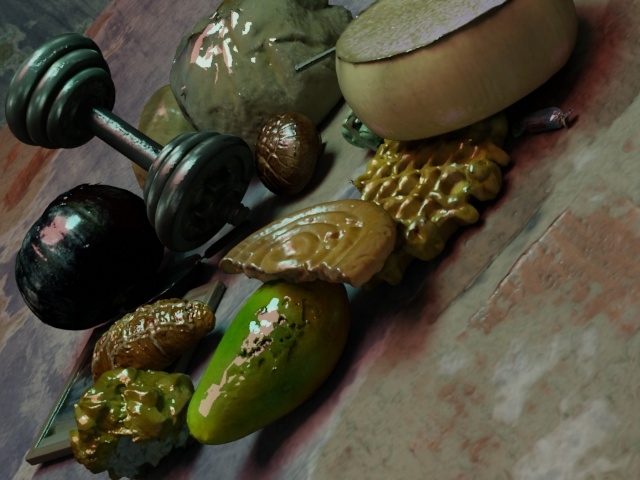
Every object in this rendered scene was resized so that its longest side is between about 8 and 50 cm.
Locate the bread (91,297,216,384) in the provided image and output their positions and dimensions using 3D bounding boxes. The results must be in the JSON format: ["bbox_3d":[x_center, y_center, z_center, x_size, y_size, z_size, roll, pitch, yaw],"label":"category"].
[{"bbox_3d":[-0.230,0.132,1.759,0.233,0.076,0.105,-32,27,36],"label":"bread"}]

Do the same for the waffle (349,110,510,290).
[{"bbox_3d":[0.104,-0.060,1.518,0.249,0.056,0.253,-44,25,9],"label":"waffle"}]

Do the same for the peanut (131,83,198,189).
[{"bbox_3d":[-0.228,-0.147,2.171,0.129,0.129,0.224,-29,40,40],"label":"peanut"}]

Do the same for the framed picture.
[{"bbox_3d":[-0.263,0.180,1.859,0.315,0.024,0.232,-24,34,46],"label":"framed picture"}]

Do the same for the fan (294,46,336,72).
[{"bbox_3d":[0.113,-0.297,1.756,0.294,0.012,0.223,-22,17,14],"label":"fan"}]

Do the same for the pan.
[{"bbox_3d":[-0.178,0.041,1.884,0.235,0.028,0.136,-32,13,25],"label":"pan"}]

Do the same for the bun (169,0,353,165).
[{"bbox_3d":[-0.100,-0.245,1.980,0.281,0.205,0.281,-41,26,25],"label":"bun"}]

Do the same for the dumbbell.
[{"bbox_3d":[-0.260,-0.135,1.881,0.179,0.406,0.179,-46,-23,-26],"label":"dumbbell"}]

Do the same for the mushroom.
[{"bbox_3d":[-0.044,-0.118,1.836,0.126,0.085,0.109,-23,35,60],"label":"mushroom"}]

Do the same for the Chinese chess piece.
[{"bbox_3d":[0.146,-0.218,1.516,0.270,0.112,0.270,-24,23,11],"label":"Chinese chess piece"}]

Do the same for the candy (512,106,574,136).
[{"bbox_3d":[0.228,-0.122,1.431,0.083,0.020,0.030,-2,52,58],"label":"candy"}]

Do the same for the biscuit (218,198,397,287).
[{"bbox_3d":[0.000,-0.001,1.444,0.144,0.033,0.224,-40,27,-29],"label":"biscuit"}]

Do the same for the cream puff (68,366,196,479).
[{"bbox_3d":[-0.220,0.205,1.601,0.156,0.156,0.121,-33,59,35],"label":"cream puff"}]

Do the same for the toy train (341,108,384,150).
[{"bbox_3d":[0.090,-0.194,1.725,0.194,0.081,0.125,-58,16,-21],"label":"toy train"}]

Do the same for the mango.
[{"bbox_3d":[-0.051,0.123,1.450,0.233,0.111,0.125,-52,15,-21],"label":"mango"}]

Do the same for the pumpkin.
[{"bbox_3d":[-0.326,0.025,1.983,0.233,0.163,0.233,-44,-14,-13],"label":"pumpkin"}]
